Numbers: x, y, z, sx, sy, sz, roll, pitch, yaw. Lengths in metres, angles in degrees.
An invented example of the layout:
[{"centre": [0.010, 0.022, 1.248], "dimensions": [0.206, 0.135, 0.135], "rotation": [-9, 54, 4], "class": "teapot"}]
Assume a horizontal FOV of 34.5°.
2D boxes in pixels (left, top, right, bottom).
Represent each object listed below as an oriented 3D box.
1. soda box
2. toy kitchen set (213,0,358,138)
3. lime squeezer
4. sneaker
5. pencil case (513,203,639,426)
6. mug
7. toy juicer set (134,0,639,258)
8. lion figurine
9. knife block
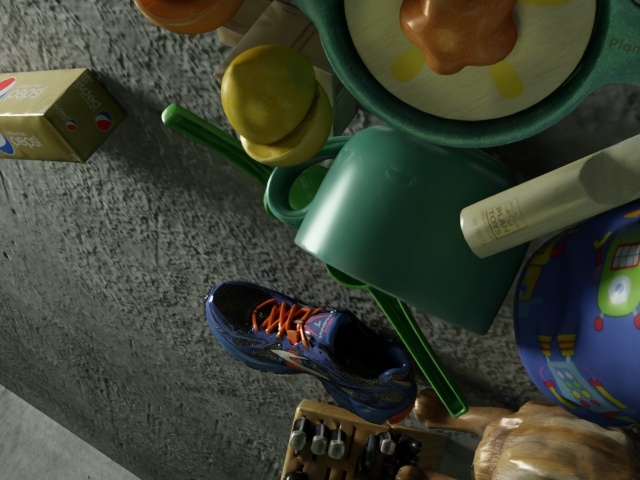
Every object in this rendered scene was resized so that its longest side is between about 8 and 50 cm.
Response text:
[{"centre": [-0.257, -0.111, 0.922], "dimensions": [0.181, 0.061, 0.058], "rotation": [7, 142, 46], "class": "soda box"}, {"centre": [-0.028, -0.098, 0.653], "dimensions": [0.083, 0.068, 0.075], "rotation": [27, 154, 18], "class": "toy kitchen set"}, {"centre": [0.000, 0.000, 0.750], "dimensions": [0.059, 0.110, 0.310], "rotation": [-28, 116, 33], "class": "lime squeezer"}, {"centre": [-0.005, 0.088, 0.960], "dimensions": [0.221, 0.083, 0.087], "rotation": [22, 147, 6], "class": "sneaker"}, {"centre": [0.210, 0.022, 0.486], "dimensions": [0.119, 0.133, 0.306], "rotation": [14, 165, -15], "class": "pencil case"}, {"centre": [0.051, -0.020, 0.626], "dimensions": [0.158, 0.097, 0.129], "rotation": [26, -178, -8], "class": "mug"}, {"centre": [0.044, -0.082, 0.475], "dimensions": [0.329, 0.089, 0.209], "rotation": [38, 125, -8], "class": "toy juicer set"}, {"centre": [0.214, 0.244, 0.917], "dimensions": [0.240, 0.142, 0.392], "rotation": [8, 159, 32], "class": "lion figurine"}, {"centre": [-0.002, 0.212, 1.032], "dimensions": [0.242, 0.088, 0.276], "rotation": [20, 171, -43], "class": "knife block"}]
